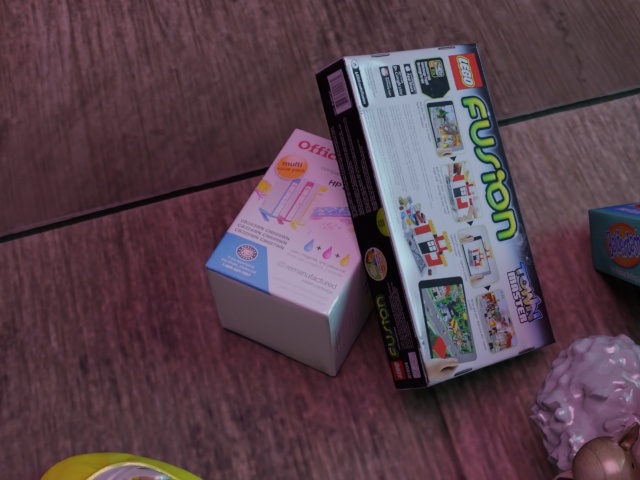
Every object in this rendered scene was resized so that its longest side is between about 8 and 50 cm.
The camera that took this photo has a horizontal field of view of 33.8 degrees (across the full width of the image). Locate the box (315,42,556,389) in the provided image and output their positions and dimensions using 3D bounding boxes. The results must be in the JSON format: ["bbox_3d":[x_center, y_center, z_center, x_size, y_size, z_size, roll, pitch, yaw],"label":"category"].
[{"bbox_3d":[0.075,-0.019,0.676,0.114,0.036,0.206,-12,87,-34],"label":"box"}]

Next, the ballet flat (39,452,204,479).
[{"bbox_3d":[-0.077,0.176,0.623,0.231,0.077,0.077,22,63,18],"label":"ballet flat"}]

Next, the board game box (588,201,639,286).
[{"bbox_3d":[0.295,-0.008,0.665,0.210,0.160,0.047,-8,95,-1],"label":"board game box"}]

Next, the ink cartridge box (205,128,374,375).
[{"bbox_3d":[0.000,0.000,0.722,0.092,0.090,0.143,21,62,17],"label":"ink cartridge box"}]

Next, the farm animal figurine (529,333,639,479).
[{"bbox_3d":[0.247,0.148,0.476,0.330,0.172,0.326,-20,48,30],"label":"farm animal figurine"}]
